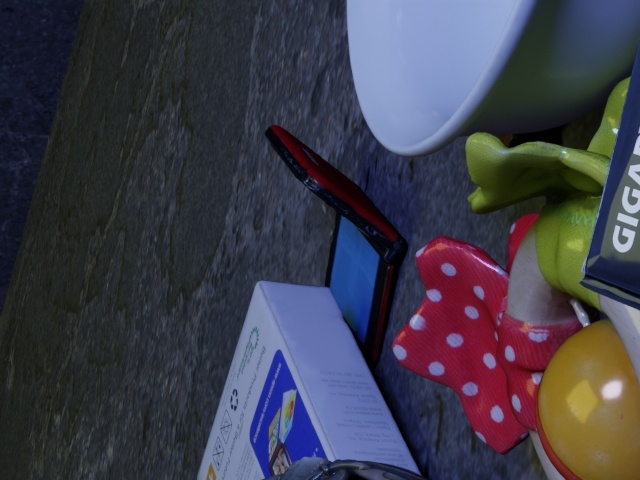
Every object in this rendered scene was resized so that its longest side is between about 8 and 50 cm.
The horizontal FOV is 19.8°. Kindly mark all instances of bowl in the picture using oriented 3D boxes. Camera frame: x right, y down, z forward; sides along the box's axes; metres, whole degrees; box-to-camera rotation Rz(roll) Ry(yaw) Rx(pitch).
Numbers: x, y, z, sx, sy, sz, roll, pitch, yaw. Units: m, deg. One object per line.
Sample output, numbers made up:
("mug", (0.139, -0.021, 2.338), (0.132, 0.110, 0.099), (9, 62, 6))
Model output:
("bowl", (0.120, -0.177, 0.861), (0.298, 0.134, 0.298), (-171, 90, -73))

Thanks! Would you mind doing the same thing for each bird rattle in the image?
("bird rattle", (0.112, 0.051, 0.798), (0.253, 0.143, 0.207), (117, 140, -53))

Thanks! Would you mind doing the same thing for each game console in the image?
("game console", (0.000, 0.000, 1.266), (0.085, 0.124, 0.144), (-51, 22, 6))

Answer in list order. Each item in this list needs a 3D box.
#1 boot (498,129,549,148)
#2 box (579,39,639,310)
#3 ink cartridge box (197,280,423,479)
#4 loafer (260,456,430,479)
("boot", (0.118, -0.109, 1.015), (0.114, 0.037, 0.106), (-91, 21, -46))
("box", (0.188, -0.063, 0.594), (0.175, 0.051, 0.220), (24, 106, 44))
("ink cartridge box", (0.007, 0.198, 1.131), (0.371, 0.069, 0.176), (-113, 36, -54))
("loafer", (0.019, 0.151, 0.961), (0.267, 0.084, 0.096), (-1, 60, 51))
